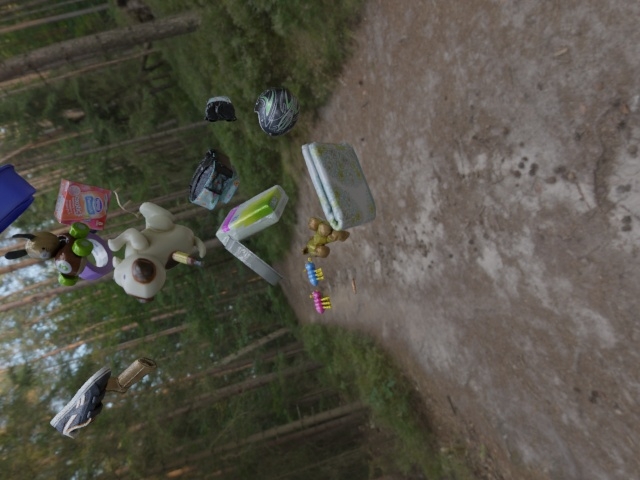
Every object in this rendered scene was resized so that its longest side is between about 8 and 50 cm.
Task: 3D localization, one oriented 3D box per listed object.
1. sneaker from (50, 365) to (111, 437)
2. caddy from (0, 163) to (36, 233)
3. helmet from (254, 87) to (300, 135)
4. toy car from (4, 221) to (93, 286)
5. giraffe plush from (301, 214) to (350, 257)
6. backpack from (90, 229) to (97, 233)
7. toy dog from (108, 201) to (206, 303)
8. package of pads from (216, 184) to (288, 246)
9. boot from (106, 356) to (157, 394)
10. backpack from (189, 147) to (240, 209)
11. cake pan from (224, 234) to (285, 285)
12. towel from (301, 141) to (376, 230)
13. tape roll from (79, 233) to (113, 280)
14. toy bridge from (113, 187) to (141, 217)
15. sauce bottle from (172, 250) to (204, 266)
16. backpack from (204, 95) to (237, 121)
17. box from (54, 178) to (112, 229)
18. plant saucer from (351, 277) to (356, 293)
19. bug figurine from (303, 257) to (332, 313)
[{"bbox_3d":[-0.957,0.671,1.745,0.127,0.321,0.126,41,-177,1],"label":"sneaker"},{"bbox_3d":[-1.226,-0.131,1.541,0.179,0.341,0.241,43,146,-22],"label":"caddy"},{"bbox_3d":[-0.157,-0.481,1.577,0.169,0.169,0.161,80,165,-46],"label":"helmet"},{"bbox_3d":[-0.784,0.030,1.210,0.188,0.155,0.149,13,-147,-46],"label":"toy car"},{"bbox_3d":[0.000,0.000,1.807,0.170,0.181,0.210,-66,27,9],"label":"giraffe plush"},{"bbox_3d":[-1.129,-0.099,2.058,0.120,0.101,0.098,38,146,-19],"label":"backpack"},{"bbox_3d":[-0.770,0.093,1.931,0.284,0.395,0.408,-58,11,39],"label":"toy dog"},{"bbox_3d":[-0.294,-0.111,1.855,0.101,0.296,0.229,56,-157,-22],"label":"package of pads"},{"bbox_3d":[-1.104,0.750,2.365,0.236,0.269,0.089,37,-163,-52],"label":"boot"},{"bbox_3d":[-0.381,-0.205,1.493,0.144,0.188,0.166,29,-159,-39],"label":"backpack"},{"bbox_3d":[-0.272,0.086,1.705,0.293,0.054,0.293,37,171,7],"label":"cake pan"},{"bbox_3d":[0.084,-0.233,1.749,0.320,0.090,0.374,-17,-95,-54],"label":"towel"},{"bbox_3d":[-1.325,0.088,2.415,0.275,0.090,0.275,59,-170,-18],"label":"tape roll"},{"bbox_3d":[-1.060,-0.198,2.301,0.026,0.063,0.188,9,139,50],"label":"toy bridge"},{"bbox_3d":[-0.507,0.073,1.621,0.042,0.128,0.042,17,-90,-73],"label":"sauce bottle"},{"bbox_3d":[-0.475,-0.630,2.011,0.182,0.152,0.115,-115,27,-65],"label":"backpack"},{"bbox_3d":[-0.892,-0.138,1.570,0.300,0.142,0.154,13,90,54],"label":"box"},{"bbox_3d":[0.175,0.238,2.202,0.083,0.013,0.083,-10,-90,-84],"label":"plant saucer"},{"bbox_3d":[-0.015,0.178,1.636,0.279,0.072,0.216,93,161,-83],"label":"bug figurine"}]
